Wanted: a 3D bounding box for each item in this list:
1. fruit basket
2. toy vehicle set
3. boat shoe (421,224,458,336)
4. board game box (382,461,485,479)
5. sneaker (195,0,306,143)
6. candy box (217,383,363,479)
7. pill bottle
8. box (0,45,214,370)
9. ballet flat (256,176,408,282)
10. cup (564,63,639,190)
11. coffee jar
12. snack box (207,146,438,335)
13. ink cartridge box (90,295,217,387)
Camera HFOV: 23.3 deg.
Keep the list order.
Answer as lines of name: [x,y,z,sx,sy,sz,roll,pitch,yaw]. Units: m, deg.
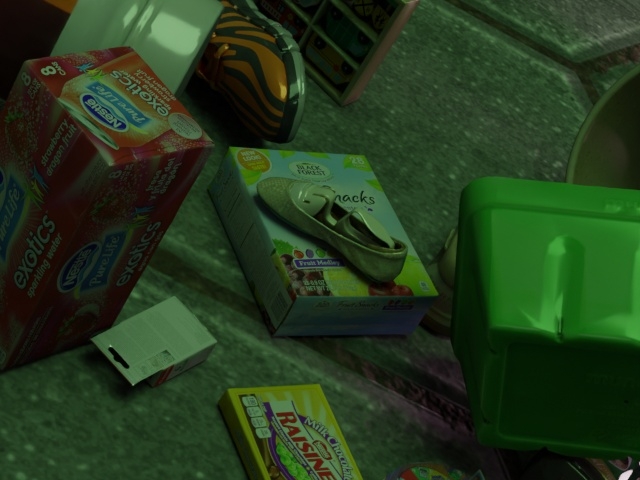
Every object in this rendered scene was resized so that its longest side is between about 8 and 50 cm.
fruit basket: [0.316,0.045,1.542,0.392,0.283,0.392,0,42,0]
toy vehicle set: [-0.018,-0.309,1.851,0.267,0.166,0.035,45,39,16]
boat shoe: [0.200,-0.002,1.720,0.109,0.098,0.302,39,38,10]
board game box: [0.128,0.265,1.430,0.133,0.033,0.168,3,46,-34]
sneaker: [-0.146,-0.214,1.714,0.180,0.124,0.321,-1,38,-31]
candy box: [-0.010,0.217,1.389,0.105,0.027,0.206,2,47,-36]
pill bottle: [-0.309,-0.243,1.524,0.392,0.224,0.224,28,38,-5]
box: [-0.217,-0.026,1.323,0.122,0.257,0.128,-16,58,-47]
ballet flat: [0.016,-0.024,1.537,0.168,0.052,0.057,34,39,4]
cup: [0.482,-0.044,1.834,0.331,0.331,0.237,52,15,24]
coffee jar: [0.273,0.221,1.543,0.096,0.079,0.184,46,38,12]
snack box: [0.000,0.000,1.602,0.174,0.070,0.207,1,46,-34]
ink cartridge box: [-0.155,0.098,1.417,0.063,0.029,0.115,45,40,16]
